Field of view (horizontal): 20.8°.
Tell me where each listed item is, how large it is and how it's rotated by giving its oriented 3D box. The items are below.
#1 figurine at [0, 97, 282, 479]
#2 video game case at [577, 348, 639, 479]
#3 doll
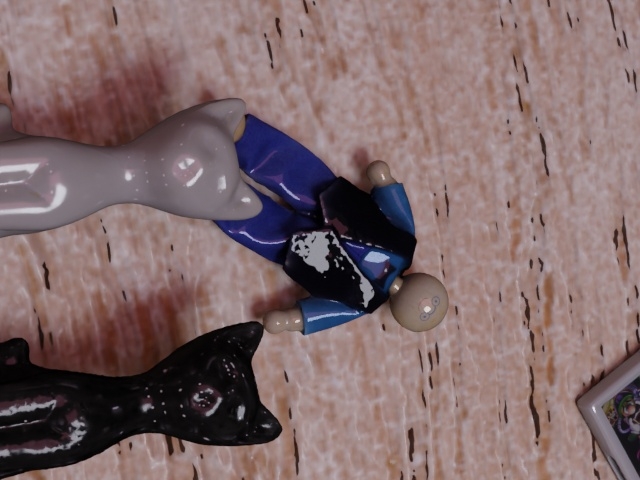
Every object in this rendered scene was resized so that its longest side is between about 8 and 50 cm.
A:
[{"bbox_3d":[-0.127,0.024,0.968,0.209,0.092,0.215,-5,95,-18],"label":"figurine"},{"bbox_3d":[0.289,0.128,1.226,0.190,0.022,0.173,-36,108,-18],"label":"video game case"},{"bbox_3d":[0.000,0.000,1.064,0.189,0.046,0.129,34,80,-20],"label":"doll"}]
